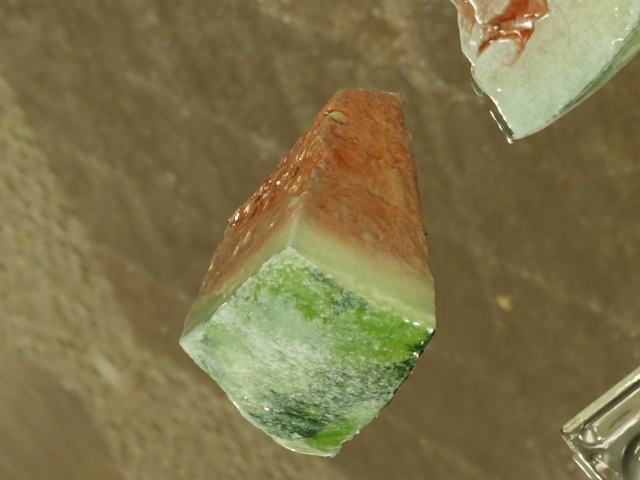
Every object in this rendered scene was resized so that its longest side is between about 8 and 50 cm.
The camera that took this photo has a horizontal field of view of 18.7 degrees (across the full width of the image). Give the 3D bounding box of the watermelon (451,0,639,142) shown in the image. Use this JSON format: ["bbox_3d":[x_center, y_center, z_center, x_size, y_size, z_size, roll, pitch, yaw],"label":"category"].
[{"bbox_3d":[0.108,-0.215,0.855,0.201,0.261,0.213,27,137,1],"label":"watermelon"}]

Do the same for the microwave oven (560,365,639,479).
[{"bbox_3d":[0.229,0.133,0.735,0.240,0.194,0.145,52,176,39],"label":"microwave oven"}]

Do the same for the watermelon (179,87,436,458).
[{"bbox_3d":[0.000,0.000,1.284,0.140,0.256,0.193,27,134,-15],"label":"watermelon"}]
